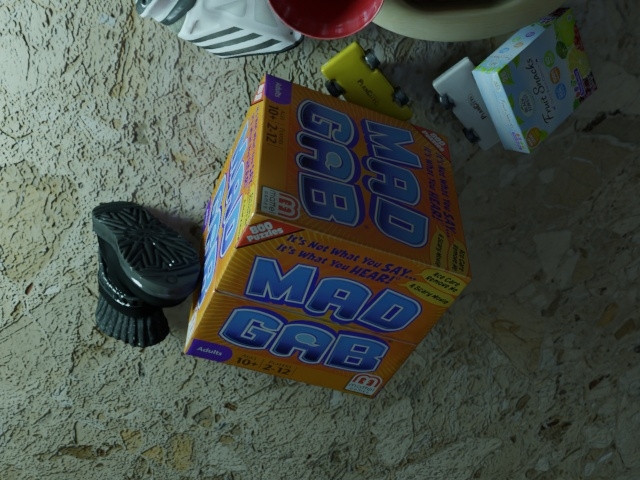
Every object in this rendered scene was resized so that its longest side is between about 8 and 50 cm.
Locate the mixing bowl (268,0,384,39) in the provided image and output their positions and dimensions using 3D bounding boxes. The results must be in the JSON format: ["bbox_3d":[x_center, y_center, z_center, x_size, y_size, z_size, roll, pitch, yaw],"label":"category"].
[{"bbox_3d":[0.013,-0.403,1.185,0.181,0.098,0.181,6,132,7],"label":"mixing bowl"}]

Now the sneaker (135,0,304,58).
[{"bbox_3d":[-0.075,-0.476,1.282,0.257,0.169,0.447,28,125,-31],"label":"sneaker"}]

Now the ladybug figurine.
[{"bbox_3d":[0.232,-0.486,1.299,0.449,0.162,0.305,-2,121,-5],"label":"ladybug figurine"}]

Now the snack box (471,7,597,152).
[{"bbox_3d":[0.388,-0.287,1.435,0.207,0.070,0.174,-42,121,-17],"label":"snack box"}]

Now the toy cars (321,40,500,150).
[{"bbox_3d":[0.181,-0.272,1.466,0.394,0.087,0.176,5,126,-14],"label":"toy cars"}]

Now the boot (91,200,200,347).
[{"bbox_3d":[-0.325,0.102,1.486,0.131,0.348,0.260,-9,119,-29],"label":"boot"}]

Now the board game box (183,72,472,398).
[{"bbox_3d":[0.000,0.000,1.394,0.356,0.356,0.356,16,133,-16],"label":"board game box"}]
